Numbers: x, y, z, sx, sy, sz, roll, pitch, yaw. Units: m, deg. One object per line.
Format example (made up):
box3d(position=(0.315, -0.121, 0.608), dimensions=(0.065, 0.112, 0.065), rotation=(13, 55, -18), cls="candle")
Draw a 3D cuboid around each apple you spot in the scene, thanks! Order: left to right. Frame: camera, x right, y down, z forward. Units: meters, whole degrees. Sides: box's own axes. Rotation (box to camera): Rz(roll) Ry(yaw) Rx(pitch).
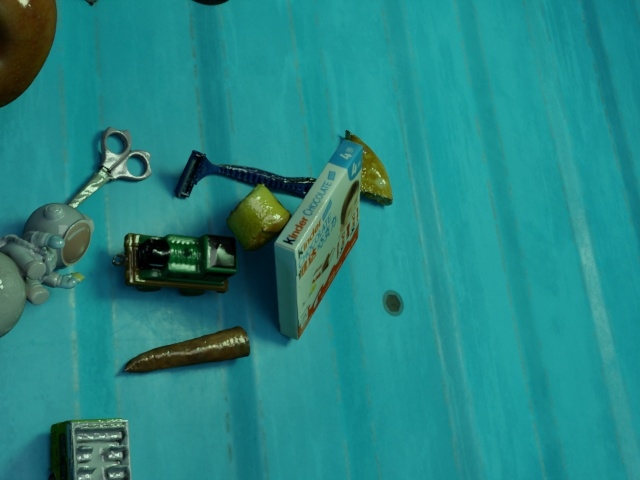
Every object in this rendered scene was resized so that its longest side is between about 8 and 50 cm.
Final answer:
box3d(position=(-0.524, -0.332, 1.360), dimensions=(0.251, 0.272, 0.206), rotation=(29, 15, -46), cls="apple")

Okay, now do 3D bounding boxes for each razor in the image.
box3d(position=(-0.122, -0.118, 1.703), dimensions=(0.324, 0.093, 0.056), rotation=(4, 34, -38), cls="razor")

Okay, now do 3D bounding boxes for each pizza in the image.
box3d(position=(0.083, -0.134, 1.856), dimensions=(0.178, 0.041, 0.131), rotation=(49, 50, -9), cls="pizza")

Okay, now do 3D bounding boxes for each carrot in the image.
box3d(position=(-0.227, 0.188, 1.514), dimensions=(0.224, 0.057, 0.057), rotation=(-8, 77, -31), cls="carrot")

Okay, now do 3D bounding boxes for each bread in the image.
box3d(position=(-0.108, -0.037, 1.574), dimensions=(0.102, 0.245, 0.094), rotation=(-40, 95, -1), cls="bread")

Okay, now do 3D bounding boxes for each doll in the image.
box3d(position=(-0.456, 0.036, 1.360), dimensions=(0.151, 0.151, 0.287), rotation=(51, 45, -7), cls="doll")

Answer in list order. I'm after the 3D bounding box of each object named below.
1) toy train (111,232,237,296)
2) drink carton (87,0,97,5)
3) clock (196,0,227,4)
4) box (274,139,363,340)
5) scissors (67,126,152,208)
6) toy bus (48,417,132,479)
box3d(position=(-0.230, 0.033, 1.511), dimensions=(0.227, 0.136, 0.091), rotation=(8, 68, -34), cls="toy train")
box3d(position=(-0.454, -0.616, 1.614), dimensions=(0.324, 0.132, 0.194), rotation=(43, 54, -15), cls="drink carton")
box3d(position=(-0.233, -0.561, 1.802), dimensions=(0.184, 0.040, 0.185), rotation=(14, 64, -31), cls="clock")
box3d(position=(0.000, 0.000, 1.623), dimensions=(0.048, 0.265, 0.273), rotation=(21, 54, 17), cls="box")
box3d(position=(-0.373, -0.107, 1.538), dimensions=(0.110, 0.021, 0.212), rotation=(48, 52, -14), cls="scissors")
box3d(position=(-0.324, 0.405, 1.296), dimensions=(0.113, 0.139, 0.302), rotation=(5, 67, -36), cls="toy bus")
